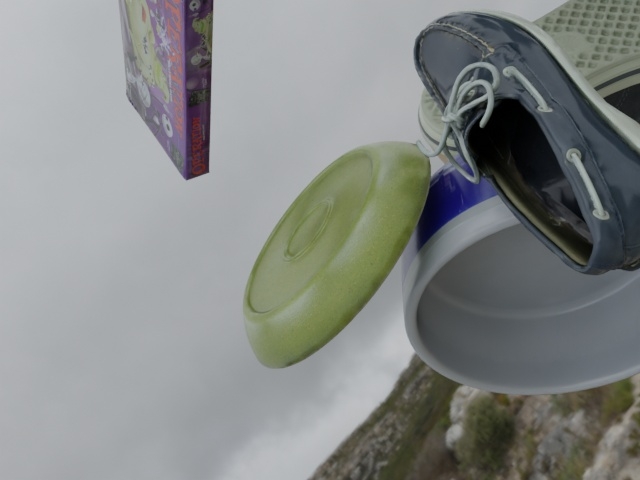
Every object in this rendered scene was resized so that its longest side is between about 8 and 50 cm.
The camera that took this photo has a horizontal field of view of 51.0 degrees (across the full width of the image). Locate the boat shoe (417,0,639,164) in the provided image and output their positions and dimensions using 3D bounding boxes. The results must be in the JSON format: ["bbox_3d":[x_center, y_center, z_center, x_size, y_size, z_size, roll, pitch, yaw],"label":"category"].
[{"bbox_3d":[0.361,-0.201,0.803,0.501,0.186,0.156,-24,-38,4],"label":"boat shoe"}]

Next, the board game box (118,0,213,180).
[{"bbox_3d":[-0.215,-0.271,0.919,0.056,0.208,0.346,-28,-29,-29],"label":"board game box"}]

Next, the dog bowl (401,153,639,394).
[{"bbox_3d":[0.205,0.028,0.604,0.264,0.265,0.104,109,168,-45],"label":"dog bowl"}]

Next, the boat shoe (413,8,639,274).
[{"bbox_3d":[0.126,-0.074,0.449,0.079,0.254,0.095,-15,-36,-21],"label":"boat shoe"}]

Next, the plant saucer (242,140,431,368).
[{"bbox_3d":[0.000,0.000,0.602,0.241,0.037,0.241,-46,20,23],"label":"plant saucer"}]
